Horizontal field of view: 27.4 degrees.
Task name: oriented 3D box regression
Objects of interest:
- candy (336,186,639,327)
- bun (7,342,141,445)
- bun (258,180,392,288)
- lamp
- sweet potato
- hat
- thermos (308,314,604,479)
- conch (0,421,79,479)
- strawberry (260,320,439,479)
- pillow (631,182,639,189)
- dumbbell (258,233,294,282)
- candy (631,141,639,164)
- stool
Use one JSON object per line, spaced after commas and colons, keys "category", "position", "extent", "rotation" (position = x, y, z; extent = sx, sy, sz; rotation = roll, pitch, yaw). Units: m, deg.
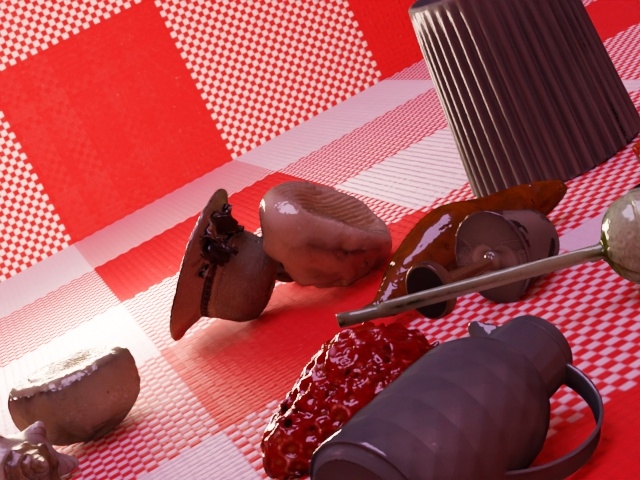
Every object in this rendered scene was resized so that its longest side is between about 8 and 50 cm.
{"category": "candy", "position": [0.229, 0.037, 1.482], "extent": [0.439, 0.119, 0.119], "rotation": [-17, 15, 12]}
{"category": "bun", "position": [-0.350, 0.231, 1.896], "extent": [0.195, 0.118, 0.195], "rotation": [-19, 12, 4]}
{"category": "bun", "position": [0.000, 0.000, 2.041], "extent": [0.231, 0.231, 0.133], "rotation": [-80, 13, -74]}
{"category": "lamp", "position": [0.201, 0.027, 1.621], "extent": [0.214, 0.121, 0.121], "rotation": [-21, 8, -38]}
{"category": "sweet potato", "position": [0.184, 0.001, 1.798], "extent": [0.359, 0.112, 0.112], "rotation": [-36, 16, -25]}
{"category": "hat", "position": [-0.136, 0.054, 2.083], "extent": [0.130, 0.257, 0.257], "rotation": [16, 22, 6]}
{"category": "thermos", "position": [0.140, 0.172, 1.181], "extent": [0.182, 0.145, 0.286], "rotation": [26, 44, 32]}
{"category": "conch", "position": [-0.395, 0.298, 1.754], "extent": [0.137, 0.114, 0.234], "rotation": [-15, 5, -13]}
{"category": "strawberry", "position": [0.021, 0.165, 1.469], "extent": [0.236, 0.111, 0.190], "rotation": [-30, 16, -13]}
{"category": "pillow", "position": [0.444, -0.059, 1.659], "extent": [0.090, 0.048, 0.150], "rotation": [-27, 15, -13]}
{"category": "dumbbell", "position": [-0.064, 0.021, 2.232], "extent": [0.081, 0.082, 0.254], "rotation": [-27, 14, -5]}
{"category": "candy", "position": [0.508, -0.136, 1.855], "extent": [0.122, 0.038, 0.062], "rotation": [-24, 14, 9]}
{"category": "stool", "position": [0.316, -0.274, 2.106], "extent": [0.297, 0.330, 0.297], "rotation": [-25, 13, 6]}
